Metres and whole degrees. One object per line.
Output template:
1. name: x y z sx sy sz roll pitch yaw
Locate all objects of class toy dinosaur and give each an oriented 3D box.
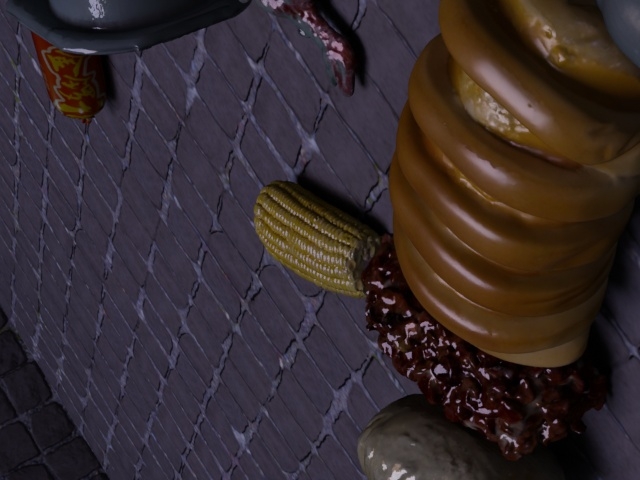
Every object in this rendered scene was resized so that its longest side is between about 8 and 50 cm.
1. toy dinosaur: -0.028 -0.234 1.216 0.167 0.053 0.242 43 153 25

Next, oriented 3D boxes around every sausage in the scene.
1. sausage: -0.285 -0.228 1.775 0.083 0.083 0.264 45 156 35

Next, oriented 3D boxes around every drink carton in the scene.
1. drink carton: -0.162 -0.278 1.324 0.191 0.185 0.190 37 137 49

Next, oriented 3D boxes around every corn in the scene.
1. corn: 0.000 0.000 1.439 0.165 0.063 0.085 26 116 53

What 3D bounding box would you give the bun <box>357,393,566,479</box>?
1. bun: 0.109 0.190 1.268 0.164 0.111 0.188 35 -169 20

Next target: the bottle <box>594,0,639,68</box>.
1. bottle: 0.241 -0.076 0.783 0.254 0.079 0.096 47 130 31

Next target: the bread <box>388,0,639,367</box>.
1. bread: 0.120 -0.045 1.030 0.173 0.121 0.311 50 155 28

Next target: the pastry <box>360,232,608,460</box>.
1. pastry: 0.118 0.075 1.208 0.208 0.115 0.097 36 154 34
